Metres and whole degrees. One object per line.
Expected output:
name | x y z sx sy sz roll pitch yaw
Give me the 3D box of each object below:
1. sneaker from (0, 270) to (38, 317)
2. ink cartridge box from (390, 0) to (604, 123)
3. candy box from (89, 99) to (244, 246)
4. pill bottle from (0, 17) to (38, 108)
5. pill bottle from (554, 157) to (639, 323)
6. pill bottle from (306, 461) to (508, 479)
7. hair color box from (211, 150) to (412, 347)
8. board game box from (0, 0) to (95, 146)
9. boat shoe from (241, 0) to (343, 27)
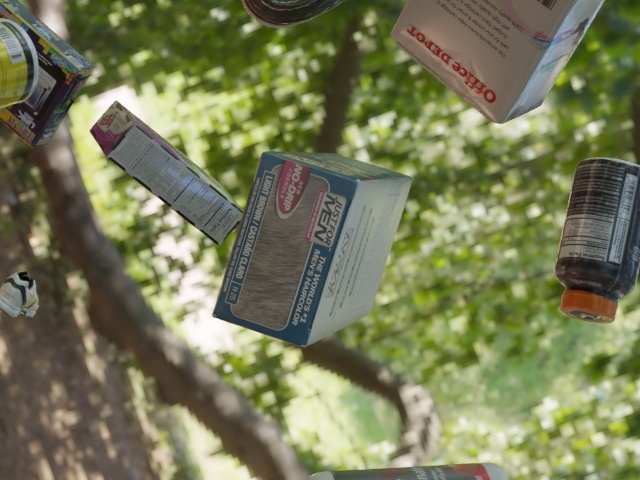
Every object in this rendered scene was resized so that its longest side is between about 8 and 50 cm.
sneaker | -0.310 0.054 1.706 0.040 0.043 0.109 35 2 0
ink cartridge box | 0.244 -0.321 2.091 0.201 0.117 0.278 42 -53 19
candy box | -0.235 -0.105 2.507 0.233 0.071 0.159 40 3 -25
pill bottle | -0.470 -0.210 2.071 0.208 0.119 0.119 -23 94 -50
pill bottle | 0.441 0.004 2.562 0.130 0.130 0.245 70 33 -75
pill bottle | 0.068 0.363 1.974 0.176 0.319 0.176 178 -90 -82
hair color box | 0.000 0.000 1.716 0.347 0.105 0.173 -12 120 -79
board game box | -0.419 -0.238 2.293 0.170 0.141 0.048 41 25 12
boat shoe | 0.059 -0.323 1.470 0.112 0.335 0.095 49 -11 1
